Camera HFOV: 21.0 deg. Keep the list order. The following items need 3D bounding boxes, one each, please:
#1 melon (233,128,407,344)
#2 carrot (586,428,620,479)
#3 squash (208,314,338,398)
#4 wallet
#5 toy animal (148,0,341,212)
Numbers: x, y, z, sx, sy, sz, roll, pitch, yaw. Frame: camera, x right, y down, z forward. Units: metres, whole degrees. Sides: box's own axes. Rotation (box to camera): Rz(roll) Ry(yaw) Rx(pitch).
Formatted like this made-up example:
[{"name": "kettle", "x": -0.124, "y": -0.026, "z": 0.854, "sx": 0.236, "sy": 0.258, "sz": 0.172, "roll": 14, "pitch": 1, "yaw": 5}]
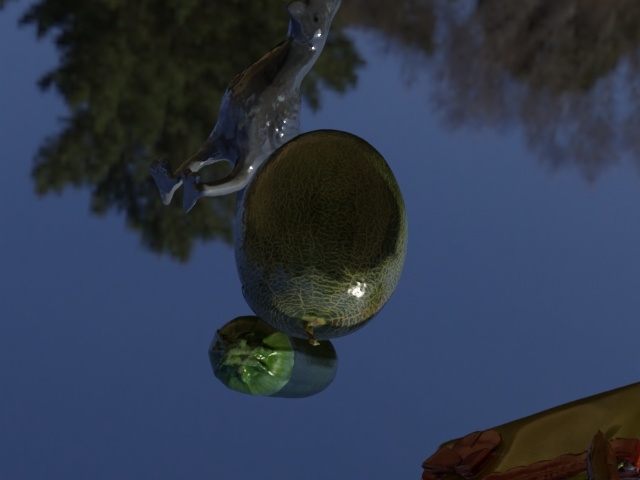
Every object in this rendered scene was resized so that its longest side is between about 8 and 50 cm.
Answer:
[{"name": "melon", "x": 0.000, "y": 0.000, "z": 1.358, "sx": 0.139, "sy": 0.139, "sz": 0.192, "roll": 10, "pitch": -123, "yaw": -4}, {"name": "carrot", "x": 0.218, "y": 0.234, "z": 1.300, "sx": 0.037, "sy": 0.037, "sz": 0.190, "roll": 7, "pitch": -115, "yaw": -8}, {"name": "squash", "x": -0.043, "y": 0.103, "z": 1.517, "sx": 0.077, "sy": 0.068, "sz": 0.219, "roll": 15, "pitch": 178, "yaw": 17}, {"name": "wallet", "x": 0.183, "y": 0.192, "z": 1.480, "sx": 0.241, "sy": 0.067, "sz": 0.141, "roll": -24, "pitch": -169, "yaw": 31}, {"name": "toy animal", "x": -0.075, "y": -0.089, "z": 1.674, "sx": 0.081, "sy": 0.367, "sz": 0.206, "roll": 38, "pitch": -133, "yaw": 20}]
